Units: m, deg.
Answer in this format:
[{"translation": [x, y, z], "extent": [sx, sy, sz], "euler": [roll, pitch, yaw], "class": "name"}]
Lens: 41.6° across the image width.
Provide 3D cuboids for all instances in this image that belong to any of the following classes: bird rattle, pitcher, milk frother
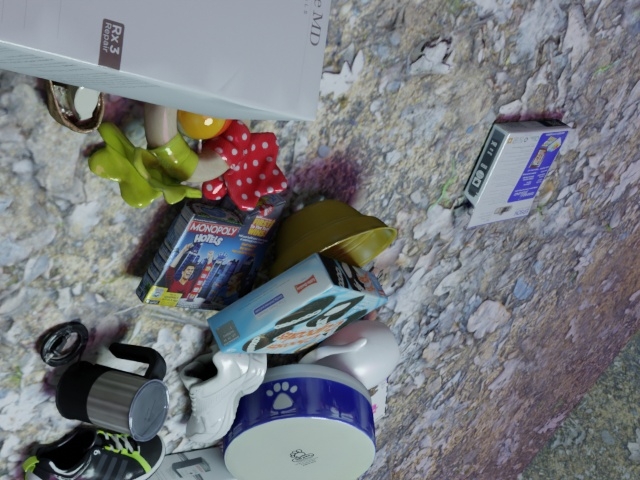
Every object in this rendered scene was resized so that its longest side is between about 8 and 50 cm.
[{"translation": [-0.133, -0.128, 1.005], "extent": [0.253, 0.143, 0.207], "euler": [-12, 116, -45], "class": "bird rattle"}, {"translation": [0.042, 0.215, 1.525], "extent": [0.207, 0.125, 0.178], "euler": [-22, 157, -21], "class": "pitcher"}, {"translation": [-0.291, 0.188, 1.132], "extent": [0.143, 0.134, 0.129], "euler": [38, 63, -59], "class": "milk frother"}]

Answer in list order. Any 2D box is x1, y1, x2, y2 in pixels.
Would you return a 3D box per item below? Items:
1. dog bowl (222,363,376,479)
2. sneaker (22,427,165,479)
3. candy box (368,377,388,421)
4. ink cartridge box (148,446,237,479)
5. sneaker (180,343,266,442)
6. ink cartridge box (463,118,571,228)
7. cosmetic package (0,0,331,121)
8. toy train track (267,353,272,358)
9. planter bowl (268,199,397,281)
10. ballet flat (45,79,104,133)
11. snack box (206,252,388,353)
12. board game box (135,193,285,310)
[{"translation": [-0.037, 0.332, 1.462], "extent": [0.265, 0.104, 0.265], "euler": [-3, 136, -3], "class": "dog bowl"}, {"translation": [-0.332, 0.327, 1.274], "extent": [0.234, 0.084, 0.097], "euler": [-10, 130, -42], "class": "sneaker"}, {"translation": [0.054, 0.317, 1.697], "extent": [0.165, 0.070, 0.196], "euler": [-29, 142, -25], "class": "candy box"}, {"translation": [-0.265, 0.458, 1.473], "extent": [0.218, 0.092, 0.158], "euler": [7, 119, -48], "class": "ink cartridge box"}, {"translation": [-0.182, 0.239, 1.368], "extent": [0.115, 0.090, 0.232], "euler": [17, 122, -25], "class": "sneaker"}, {"translation": [0.365, -0.130, 1.609], "extent": [0.206, 0.045, 0.208], "euler": [-10, 130, -42], "class": "ink cartridge box"}, {"translation": [-0.166, -0.240, 0.762], "extent": [0.385, 0.156, 0.217], "euler": [2, 95, -48], "class": "cosmetic package"}, {"translation": [-0.075, 0.180, 1.472], "extent": [0.083, 0.014, 0.048], "euler": [2, 116, -55], "class": "toy train track"}, {"translation": [0.000, 0.000, 1.275], "extent": [0.217, 0.090, 0.217], "euler": [-25, 164, -8], "class": "planter bowl"}, {"translation": [-0.250, -0.196, 0.852], "extent": [0.073, 0.067, 0.206], "euler": [-27, 141, -25], "class": "ballet flat"}, {"translation": [-0.022, 0.106, 1.294], "extent": [0.187, 0.060, 0.322], "euler": [-32, 164, 12], "class": "snack box"}, {"translation": [-0.144, 0.003, 1.175], "extent": [0.194, 0.060, 0.194], "euler": [13, 113, -52], "class": "board game box"}]
